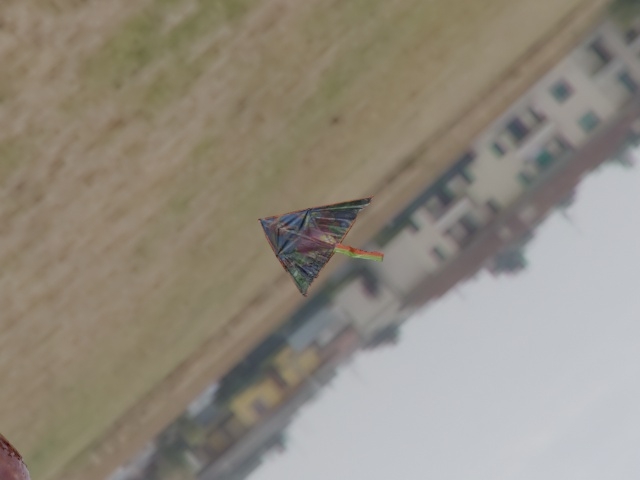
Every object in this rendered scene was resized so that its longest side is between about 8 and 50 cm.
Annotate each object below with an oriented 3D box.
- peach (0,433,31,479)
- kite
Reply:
[{"bbox_3d":[-0.327,0.222,1.372,0.154,0.159,0.267,9,140,-40],"label":"peach"},{"bbox_3d":[0.000,0.000,2.069,0.190,0.159,0.010,-54,-159,41],"label":"kite"}]
